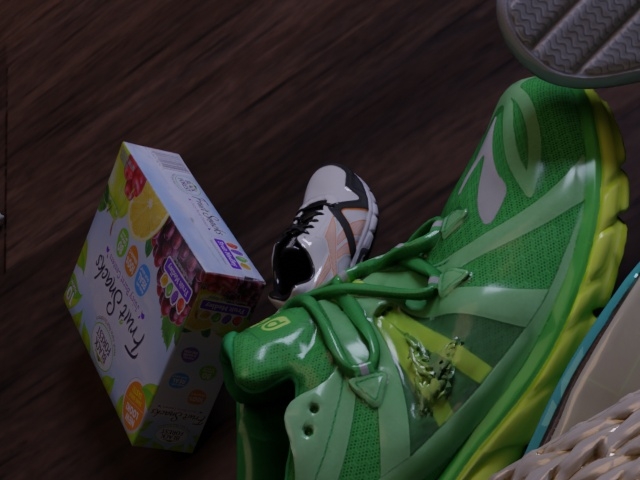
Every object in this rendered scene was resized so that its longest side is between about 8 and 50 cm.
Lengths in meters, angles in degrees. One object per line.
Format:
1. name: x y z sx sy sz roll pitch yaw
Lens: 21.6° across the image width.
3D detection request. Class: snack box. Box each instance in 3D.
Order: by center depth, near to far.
1. snack box: -0.083 0.026 0.847 0.141 0.037 0.100 53 126 53

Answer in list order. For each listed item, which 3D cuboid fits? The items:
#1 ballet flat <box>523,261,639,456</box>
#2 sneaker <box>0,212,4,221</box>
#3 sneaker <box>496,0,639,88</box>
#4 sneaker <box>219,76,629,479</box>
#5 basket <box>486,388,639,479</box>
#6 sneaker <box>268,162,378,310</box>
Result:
1. ballet flat: 0.153 0.021 0.616 0.086 0.086 0.248 9 63 49
2. sneaker: -0.230 -0.018 1.078 0.037 0.032 0.083 -43 39 -16
3. sneaker: 0.179 -0.145 0.674 0.258 0.094 0.091 -36 -2 -3
4. sneaker: 0.028 0.048 0.656 0.295 0.123 0.109 -60 4 -17
5. basket: 0.146 0.100 0.519 0.167 0.113 0.103 -33 35 19
6. sneaker: 0.000 0.000 0.812 0.040 0.044 0.109 -25 41 30
